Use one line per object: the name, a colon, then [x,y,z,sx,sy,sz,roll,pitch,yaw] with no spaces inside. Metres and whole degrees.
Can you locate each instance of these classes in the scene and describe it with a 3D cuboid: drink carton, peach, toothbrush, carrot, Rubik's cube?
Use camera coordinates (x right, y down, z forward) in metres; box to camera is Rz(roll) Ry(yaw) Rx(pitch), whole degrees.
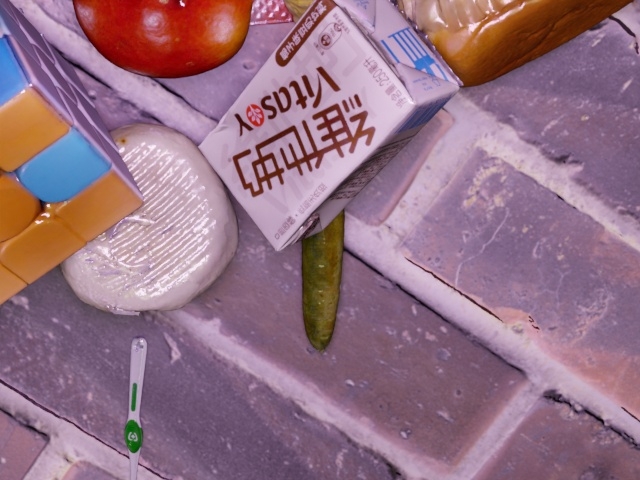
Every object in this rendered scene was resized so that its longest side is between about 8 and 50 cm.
drink carton: [0.004,-0.163,1.528,0.194,0.132,0.324,53,127,11]
peach: [-0.207,-0.315,1.513,0.243,0.243,0.199,-5,91,-5]
toothbrush: [-0.287,0.293,1.779,0.030,0.030,0.304,4,102,-7]
carrot: [0.000,0.000,1.706,0.074,0.074,0.358,-2,106,-6]
Rubik's cube: [-0.447,-0.127,1.448,0.292,0.290,0.291,-36,146,2]

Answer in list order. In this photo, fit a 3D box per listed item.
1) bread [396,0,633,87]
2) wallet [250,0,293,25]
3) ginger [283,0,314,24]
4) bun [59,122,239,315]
bread: [0.300,-0.353,1.573,0.389,0.236,0.183,-25,90,9]
wallet: [-0.095,-0.400,1.613,0.103,0.020,0.196,-7,105,-6]
ginger: [-0.008,-0.415,1.562,0.190,0.126,0.354,-28,117,-34]
bun: [-0.253,-0.025,1.626,0.273,0.168,0.272,0,92,-7]
